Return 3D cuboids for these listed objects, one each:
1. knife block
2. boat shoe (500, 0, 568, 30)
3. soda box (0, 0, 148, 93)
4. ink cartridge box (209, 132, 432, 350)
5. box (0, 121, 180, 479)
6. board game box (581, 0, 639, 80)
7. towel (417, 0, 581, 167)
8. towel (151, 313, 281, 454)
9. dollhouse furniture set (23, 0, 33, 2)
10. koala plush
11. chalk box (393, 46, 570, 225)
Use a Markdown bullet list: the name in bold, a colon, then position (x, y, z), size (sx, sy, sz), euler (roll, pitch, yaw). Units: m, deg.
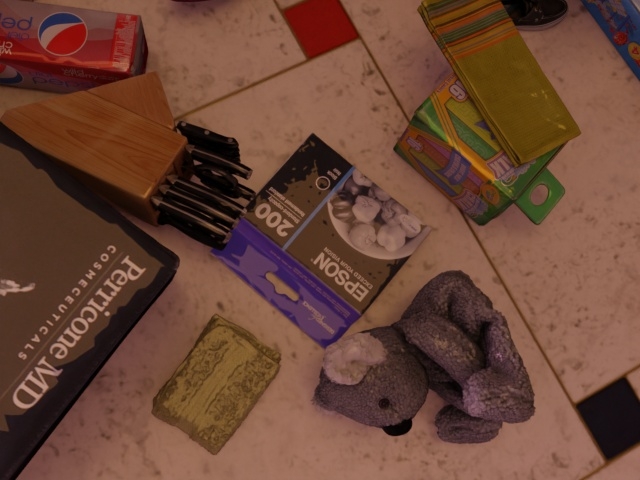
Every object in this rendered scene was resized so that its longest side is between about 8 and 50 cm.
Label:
- **knife block**: position (-0.225, -0.072, 0.935), size (0.276, 0.088, 0.242), euler (-16, 68, -9)
- **boat shoe**: position (0.293, -0.329, 1.105), size (0.142, 0.040, 0.049), euler (-10, 78, -9)
- **soda box**: position (-0.359, -0.245, 0.982), size (0.264, 0.092, 0.083), euler (6, 75, -5)
- **ink cartridge box**: position (0.000, 0.000, 0.993), size (0.206, 0.045, 0.208), euler (39, 77, 3)
- **box**: position (-0.471, 0.070, 0.756), size (0.472, 0.297, 0.479), euler (38, 79, -7)
- **board game box**: position (0.571, -0.352, 1.121), size (0.308, 0.086, 0.301), euler (-31, 82, -12)
- **towel**: position (0.220, -0.211, 0.944), size (0.102, 0.021, 0.237), euler (-28, 82, -11)
- **towel**: position (-0.125, 0.176, 0.946), size (0.110, 0.027, 0.148), euler (34, 74, 1)
- **dollhouse furniture set**: position (-0.384, -0.422, 0.985), size (0.101, 0.161, 0.181), euler (34, 75, 2)
- **koala plush**: position (0.098, 0.148, 0.906), size (0.221, 0.196, 0.203), euler (-12, 67, -9)
- **chalk box**: position (0.225, -0.114, 1.000), size (0.213, 0.132, 0.132), euler (41, 75, 4)
